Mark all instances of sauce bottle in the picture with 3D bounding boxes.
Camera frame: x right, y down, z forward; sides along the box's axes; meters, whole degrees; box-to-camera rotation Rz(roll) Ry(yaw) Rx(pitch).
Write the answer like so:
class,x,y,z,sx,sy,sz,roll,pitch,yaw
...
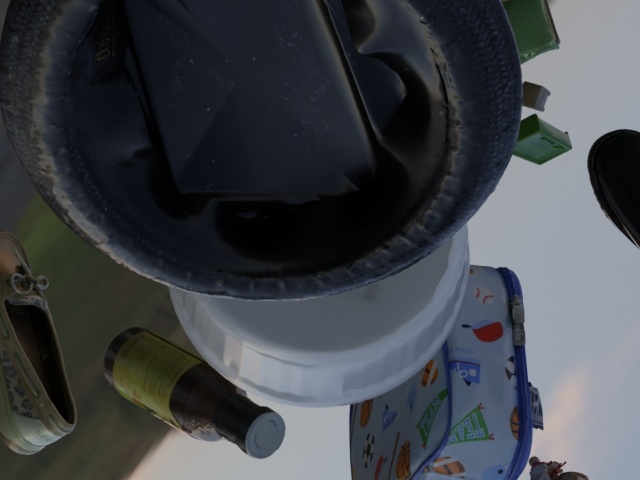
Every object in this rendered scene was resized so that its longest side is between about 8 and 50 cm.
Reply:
class,x,y,z,sx,sy,sz,roll,pitch,yaw
sauce bottle,-0.180,0.221,2.568,0.344,0.111,0.111,23,-105,50

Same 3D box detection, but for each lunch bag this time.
class,x,y,z,sx,sy,sz,roll,pitch,yaw
lunch bag,0.119,0.162,1.792,0.303,0.115,0.243,120,-25,-52

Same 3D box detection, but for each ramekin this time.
class,x,y,z,sx,sy,sz,roll,pitch,yaw
ramekin,0.000,0.000,1.573,0.277,0.277,0.135,-55,174,-12

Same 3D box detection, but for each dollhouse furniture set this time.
class,x,y,z,sx,sy,sz,roll,pitch,yaw
dollhouse furniture set,0.150,-0.136,1.431,0.076,0.058,0.152,-26,-116,29

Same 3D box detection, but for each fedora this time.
class,x,y,z,sx,sy,sz,roll,pitch,yaw
fedora,-0.033,-0.118,1.080,0.334,0.334,0.152,-50,-152,39

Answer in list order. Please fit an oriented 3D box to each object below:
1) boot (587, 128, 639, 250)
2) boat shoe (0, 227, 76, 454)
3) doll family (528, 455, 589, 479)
class,x,y,z,sx,sy,sz,roll,pitch,yaw
boot,0.372,-0.010,1.827,0.094,0.246,0.207,-29,-179,-3
boat shoe,-0.352,0.109,2.161,0.089,0.285,0.104,-26,163,31
doll family,0.259,0.352,1.871,0.163,0.118,0.263,-19,-138,4
